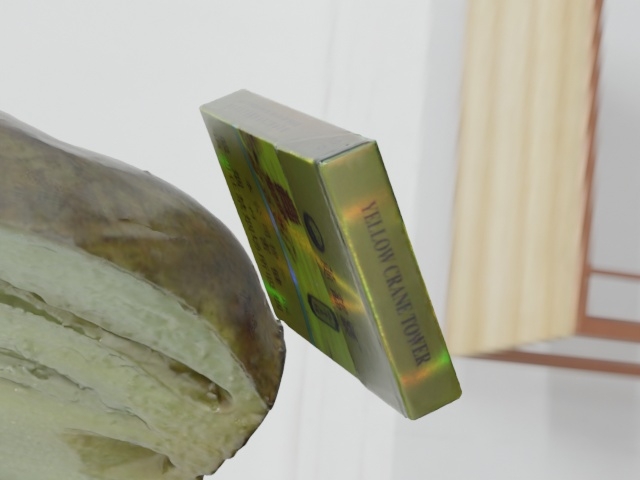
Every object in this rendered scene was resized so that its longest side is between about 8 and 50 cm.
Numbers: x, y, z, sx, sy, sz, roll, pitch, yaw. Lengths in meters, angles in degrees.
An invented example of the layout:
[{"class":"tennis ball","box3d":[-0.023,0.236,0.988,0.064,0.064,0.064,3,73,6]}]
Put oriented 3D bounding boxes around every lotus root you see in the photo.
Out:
[{"class":"lotus root","box3d":[-0.147,0.028,1.043,0.267,0.260,0.149,115,169,-51]}]

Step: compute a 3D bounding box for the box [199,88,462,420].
[{"class":"box","box3d":[0.000,0.000,0.812,0.121,0.030,0.193,70,167,-17]}]
